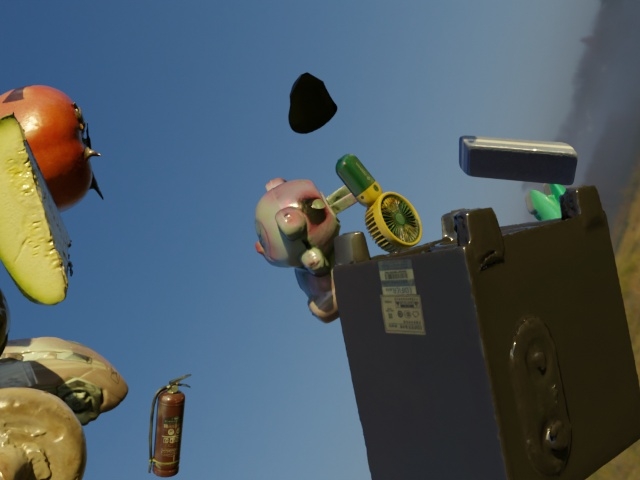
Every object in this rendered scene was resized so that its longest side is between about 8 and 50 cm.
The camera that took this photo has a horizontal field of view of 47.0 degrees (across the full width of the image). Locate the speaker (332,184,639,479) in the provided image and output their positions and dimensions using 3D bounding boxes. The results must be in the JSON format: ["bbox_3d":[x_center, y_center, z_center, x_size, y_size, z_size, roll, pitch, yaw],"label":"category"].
[{"bbox_3d":[0.164,0.092,0.698,0.232,0.184,0.254,-12,-88,-41],"label":"speaker"}]

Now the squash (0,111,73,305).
[{"bbox_3d":[-0.460,-0.043,1.113,0.169,0.093,0.252,-115,12,-51],"label":"squash"}]

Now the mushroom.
[{"bbox_3d":[-0.441,0.316,1.042,0.215,0.207,0.207,165,125,-79],"label":"mushroom"}]

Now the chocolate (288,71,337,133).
[{"bbox_3d":[-0.026,-0.343,1.825,0.080,0.125,0.149,-135,45,-68],"label":"chocolate"}]

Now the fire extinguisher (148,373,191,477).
[{"bbox_3d":[-0.234,0.284,1.137,0.064,0.043,0.158,-1,-77,-33],"label":"fire extinguisher"}]

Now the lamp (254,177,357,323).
[{"bbox_3d":[0.000,0.000,1.577,0.301,0.247,0.247,55,-172,-24],"label":"lamp"}]

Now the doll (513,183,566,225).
[{"bbox_3d":[0.528,-0.001,1.615,0.153,0.194,0.258,122,145,-69],"label":"doll"}]

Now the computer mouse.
[{"bbox_3d":[-0.595,0.276,1.558,0.115,0.388,0.199,-66,27,22],"label":"computer mouse"}]

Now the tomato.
[{"bbox_3d":[-0.558,-0.177,1.459,0.224,0.256,0.256,-17,-45,-14],"label":"tomato"}]

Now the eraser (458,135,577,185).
[{"bbox_3d":[0.378,-0.155,1.424,0.036,0.225,0.082,-67,-23,-43],"label":"eraser"}]

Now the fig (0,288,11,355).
[{"bbox_3d":[-0.670,0.177,1.281,0.239,0.239,0.271,-26,-44,-63],"label":"fig"}]

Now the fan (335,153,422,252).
[{"bbox_3d":[0.074,-0.051,0.993,0.039,0.155,0.082,-34,6,42],"label":"fan"}]
